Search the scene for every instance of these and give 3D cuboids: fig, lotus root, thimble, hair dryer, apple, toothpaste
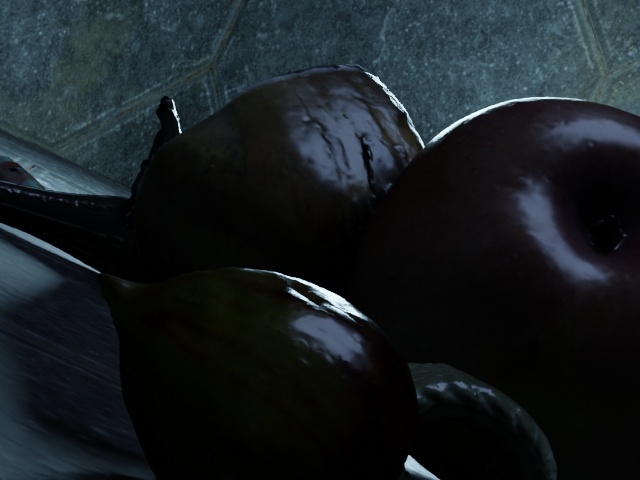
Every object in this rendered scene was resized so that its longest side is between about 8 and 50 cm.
[{"bbox_3d":[-0.035,0.054,0.636,0.154,0.103,0.109,35,-19,16],"label":"fig"},{"bbox_3d":[0.000,0.000,1.283,0.272,0.272,0.192,25,12,-46],"label":"lotus root"},{"bbox_3d":[0.067,0.110,0.810,0.110,0.084,0.062,24,1,-16],"label":"thimble"},{"bbox_3d":[-0.163,-0.052,1.312,0.195,0.075,0.219,18,-40,-9],"label":"hair dryer"},{"bbox_3d":[0.162,0.044,1.064,0.305,0.306,0.235,26,-32,15],"label":"apple"},{"bbox_3d":[-0.289,-0.041,1.624,0.056,0.036,0.205,28,3,-37],"label":"toothpaste"}]
